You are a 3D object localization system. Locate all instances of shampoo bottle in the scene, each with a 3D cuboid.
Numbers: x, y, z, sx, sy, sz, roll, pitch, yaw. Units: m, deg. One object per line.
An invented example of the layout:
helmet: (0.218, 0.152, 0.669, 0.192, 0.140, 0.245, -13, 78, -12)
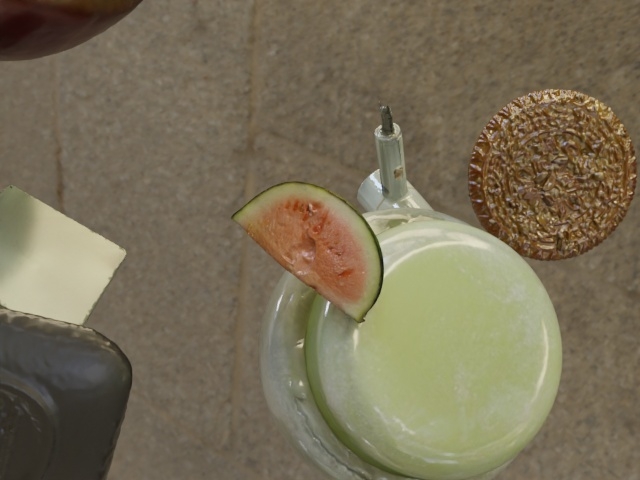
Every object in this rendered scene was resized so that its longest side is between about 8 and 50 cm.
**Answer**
shampoo bottle: (0.087, 0.129, 1.045, 0.322, 0.322, 0.317, 59, 158, 0)

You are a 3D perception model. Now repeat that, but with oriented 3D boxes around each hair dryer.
hair dryer: (0.141, -0.131, 1.781, 0.173, 0.107, 0.357, 50, 166, 34)

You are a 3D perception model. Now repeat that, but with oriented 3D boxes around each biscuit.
biscuit: (0.402, -0.111, 1.607, 0.038, 0.305, 0.305, -134, 21, -81)

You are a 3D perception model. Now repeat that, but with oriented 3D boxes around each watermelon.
watermelon: (0.008, -0.005, 0.887, 0.163, 0.069, 0.087, 40, 106, 14)

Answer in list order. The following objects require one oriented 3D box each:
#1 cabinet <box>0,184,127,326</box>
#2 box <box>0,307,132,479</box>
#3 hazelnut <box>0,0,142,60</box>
cabinet: (-0.332, 0.083, 0.997, 0.145, 0.150, 0.206, 31, 129, -9)
box: (-0.246, 0.136, 0.686, 0.042, 0.201, 0.212, -106, 34, -56)
hazelnut: (-0.293, -0.347, 0.905, 0.366, 0.366, 0.365, 20, 123, 33)
